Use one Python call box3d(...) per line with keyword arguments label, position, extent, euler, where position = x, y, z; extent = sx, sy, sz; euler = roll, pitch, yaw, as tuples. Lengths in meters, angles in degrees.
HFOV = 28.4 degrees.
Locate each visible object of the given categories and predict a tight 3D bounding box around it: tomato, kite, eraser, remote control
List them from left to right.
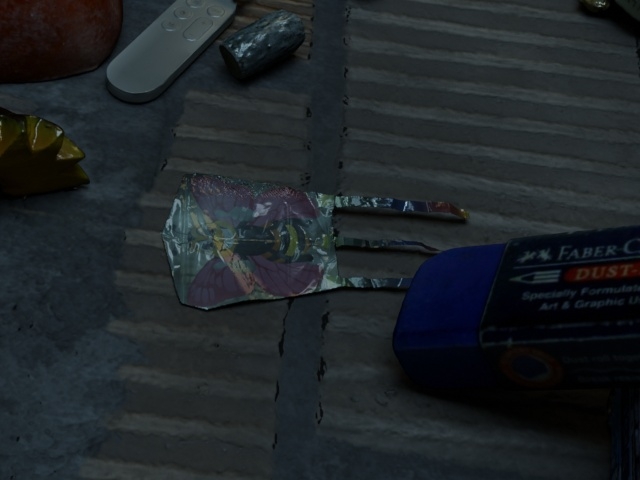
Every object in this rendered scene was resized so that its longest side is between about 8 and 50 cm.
box3d(label="tomato", position=(-0.404, -0.356, 1.571), extent=(0.338, 0.144, 0.338), euler=(7, 55, -10))
box3d(label="remote control", position=(-0.188, -0.254, 1.620), extent=(0.077, 0.022, 0.245), euler=(25, 49, 15))
box3d(label="kite", position=(0.000, -0.002, 1.434), extent=(0.360, 0.022, 0.204), euler=(1, 50, -8))
box3d(label="eraser", position=(0.245, 0.067, 1.255), extent=(0.332, 0.102, 0.155), euler=(-6, 43, 32))

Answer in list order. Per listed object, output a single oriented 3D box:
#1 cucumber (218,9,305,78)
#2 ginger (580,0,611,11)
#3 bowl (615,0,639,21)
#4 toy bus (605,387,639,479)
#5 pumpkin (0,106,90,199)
box3d(label="cucumber", position=(-0.075, -0.248, 1.607), extent=(0.064, 0.064, 0.112), euler=(39, 56, 23))
box3d(label="ginger", position=(0.412, -0.391, 1.818), extent=(0.096, 0.067, 0.165), euler=(9, 63, -8))
box3d(label="bowl", position=(0.507, -0.413, 1.731), extent=(0.237, 0.126, 0.238), euler=(1, 67, -2))
box3d(label="toy bus", position=(0.341, 0.203, 1.238), extent=(0.106, 0.131, 0.297), euler=(11, 48, 2))
box3d(label="pumpkin", position=(-0.396, -0.116, 1.394), extent=(0.254, 0.130, 0.149), euler=(-14, 53, -19))
